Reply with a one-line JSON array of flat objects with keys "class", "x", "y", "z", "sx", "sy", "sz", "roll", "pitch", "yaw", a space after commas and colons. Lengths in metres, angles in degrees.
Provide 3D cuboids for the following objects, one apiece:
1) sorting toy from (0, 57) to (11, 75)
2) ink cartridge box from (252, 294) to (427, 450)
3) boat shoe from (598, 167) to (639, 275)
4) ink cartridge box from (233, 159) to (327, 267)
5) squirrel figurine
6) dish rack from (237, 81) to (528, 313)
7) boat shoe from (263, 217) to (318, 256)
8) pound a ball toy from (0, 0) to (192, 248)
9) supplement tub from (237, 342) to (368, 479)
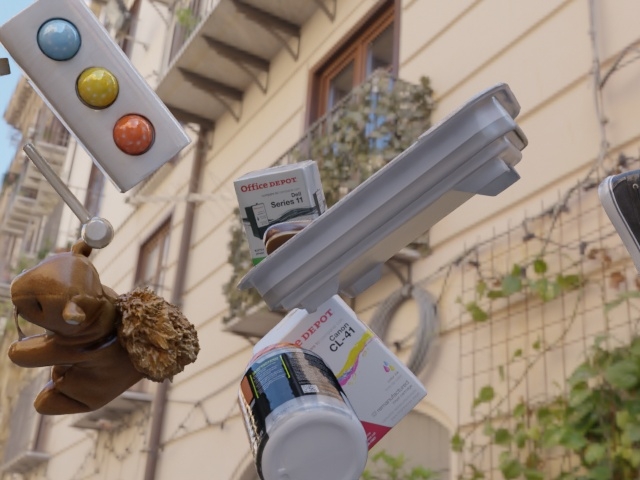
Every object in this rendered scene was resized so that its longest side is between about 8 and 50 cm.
[{"class": "sorting toy", "x": -0.594, "y": -0.179, "z": 1.151, "sx": 0.255, "sy": 0.089, "sz": 0.257, "roll": 0, "pitch": 13, "yaw": 40}, {"class": "ink cartridge box", "x": 0.037, "y": 0.277, "z": 1.779, "sx": 0.306, "sy": 0.226, "sz": 0.131, "roll": 46, "pitch": 1, "yaw": -10}, {"class": "boat shoe", "x": 0.473, "y": 0.001, "z": 1.163, "sx": 0.080, "sy": 0.228, "sz": 0.076, "roll": -29, "pitch": -1, "yaw": -41}, {"class": "ink cartridge box", "x": -0.066, "y": -0.039, "z": 1.641, "sx": 0.153, "sy": 0.208, "sz": 0.087, "roll": -10, "pitch": 11, "yaw": 20}, {"class": "squirrel figurine", "x": -0.434, "y": 0.158, "z": 1.717, "sx": 0.397, "sy": 0.281, "sz": 0.370, "roll": 4, "pitch": -37, "yaw": -1}, {"class": "dish rack", "x": 0.089, "y": -0.027, "z": 0.910, "sx": 0.333, "sy": 0.072, "sz": 0.285, "roll": -37, "pitch": -8, "yaw": 15}, {"class": "boat shoe", "x": 0.000, "y": 0.000, "z": 1.305, "sx": 0.207, "sy": 0.073, "sz": 0.073, "roll": 8, "pitch": -50, "yaw": -34}, {"class": "pound a ball toy", "x": -0.331, "y": -0.166, "z": 1.185, "sx": 0.319, "sy": 0.208, "sz": 0.136, "roll": 53, "pitch": -13, "yaw": -12}, {"class": "supplement tub", "x": -0.043, "y": 0.315, "z": 1.525, "sx": 0.194, "sy": 0.193, "sz": 0.316, "roll": 12, "pitch": 14, "yaw": -17}]
